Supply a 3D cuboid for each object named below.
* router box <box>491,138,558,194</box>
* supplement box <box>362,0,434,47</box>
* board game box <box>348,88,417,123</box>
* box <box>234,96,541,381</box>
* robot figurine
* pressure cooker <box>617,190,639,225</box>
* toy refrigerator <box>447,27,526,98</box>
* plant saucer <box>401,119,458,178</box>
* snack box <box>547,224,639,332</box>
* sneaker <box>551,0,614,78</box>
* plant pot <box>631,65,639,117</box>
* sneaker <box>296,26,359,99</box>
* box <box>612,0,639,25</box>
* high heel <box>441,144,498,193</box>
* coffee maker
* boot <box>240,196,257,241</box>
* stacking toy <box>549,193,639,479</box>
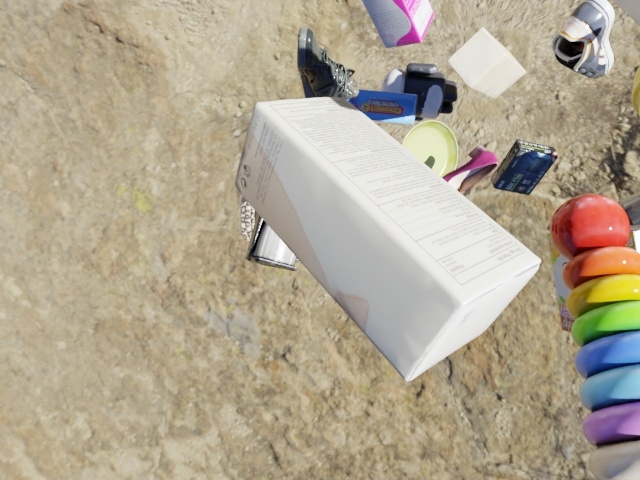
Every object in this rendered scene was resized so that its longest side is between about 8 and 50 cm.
[{"bbox_3d":[0.457,-0.163,1.111,0.092,0.038,0.122,10,137,-8],"label":"router box"},{"bbox_3d":[0.186,-0.611,1.239,0.111,0.113,0.220,8,152,38],"label":"supplement box"},{"bbox_3d":[0.133,-0.428,1.578,0.309,0.302,0.086,6,103,2],"label":"board game box"},{"bbox_3d":[0.055,-0.023,0.536,0.311,0.148,0.121,48,134,28],"label":"box"},{"bbox_3d":[0.364,-0.550,1.839,0.279,0.173,0.208,7,108,1],"label":"robot figurine"},{"bbox_3d":[0.757,0.011,0.799,0.421,0.370,0.375,-33,62,31],"label":"pressure cooker"},{"bbox_3d":[0.412,-0.430,1.209,0.102,0.270,0.094,-41,76,31],"label":"toy refrigerator"},{"bbox_3d":[0.355,-0.279,1.650,0.241,0.037,0.240,-7,105,-25],"label":"plant saucer"},{"bbox_3d":[0.444,0.066,0.753,0.070,0.207,0.174,-10,92,-7],"label":"snack box"},{"bbox_3d":[0.705,-0.517,1.340,0.127,0.321,0.126,-43,59,12],"label":"sneaker"},{"bbox_3d":[0.964,-0.353,1.305,0.254,0.238,0.254,20,157,9],"label":"plant pot"},{"bbox_3d":[0.018,-0.384,1.100,0.131,0.227,0.087,2,65,12],"label":"sneaker"},{"bbox_3d":[0.362,-0.280,0.347,0.168,0.345,0.215,-41,74,11],"label":"box"},{"bbox_3d":[0.441,-0.174,1.510,0.082,0.117,0.244,32,113,-25],"label":"high heel"},{"bbox_3d":[-0.096,-0.034,1.045,0.171,0.120,0.178,7,81,48],"label":"coffee maker"},{"bbox_3d":[-0.095,-0.156,1.540,0.285,0.138,0.377,1,80,27],"label":"boot"},{"bbox_3d":[0.337,0.092,0.564,0.141,0.330,0.141,-3,151,-2],"label":"stacking toy"}]
